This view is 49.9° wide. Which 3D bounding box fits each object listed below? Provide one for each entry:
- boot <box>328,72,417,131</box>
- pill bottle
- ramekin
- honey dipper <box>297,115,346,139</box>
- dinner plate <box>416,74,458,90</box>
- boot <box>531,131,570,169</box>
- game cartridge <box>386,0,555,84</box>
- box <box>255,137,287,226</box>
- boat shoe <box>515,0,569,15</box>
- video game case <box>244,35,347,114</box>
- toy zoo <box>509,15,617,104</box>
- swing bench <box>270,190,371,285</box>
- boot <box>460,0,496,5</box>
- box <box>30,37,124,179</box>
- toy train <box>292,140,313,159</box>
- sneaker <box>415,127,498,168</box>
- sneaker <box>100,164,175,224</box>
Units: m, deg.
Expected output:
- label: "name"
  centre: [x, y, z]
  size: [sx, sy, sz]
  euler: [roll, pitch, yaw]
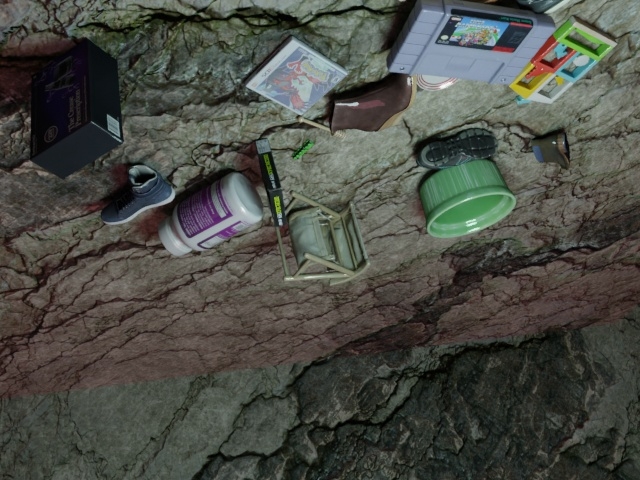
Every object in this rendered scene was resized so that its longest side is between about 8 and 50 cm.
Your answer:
- label: "boot"
  centre: [0.138, -0.376, 1.854]
  size: [0.207, 0.090, 0.248]
  euler: [-7, 151, -15]
- label: "pill bottle"
  centre: [-0.337, -0.071, 2.079]
  size: [0.302, 0.169, 0.169]
  euler: [-27, 146, 19]
- label: "ramekin"
  centre: [0.476, -0.141, 2.275]
  size: [0.304, 0.148, 0.303]
  euler: [-13, 157, -6]
- label: "honey dipper"
  centre: [0.003, -0.322, 1.947]
  size: [0.161, 0.030, 0.030]
  euler: [15, 138, -35]
- label: "dinner plate"
  centre: [0.325, -0.462, 1.864]
  size: [0.141, 0.017, 0.141]
  euler: [-10, 147, -6]
- label: "boot"
  centre: [0.767, -0.293, 2.278]
  size: [0.106, 0.082, 0.219]
  euler: [-3, 159, 24]
- label: "game cartridge"
  centre: [0.366, -0.483, 1.690]
  size: [0.355, 0.068, 0.230]
  euler: [2, 158, -16]
- label: "box"
  centre: [-0.142, -0.166, 1.983]
  size: [0.045, 0.190, 0.184]
  euler: [-12, 149, -7]
- label: "boat shoe"
  centre: [0.589, -0.647, 1.573]
  size: [0.340, 0.127, 0.113]
  euler: [-28, 159, 38]
- label: "video game case"
  centre: [-0.062, -0.419, 1.772]
  size: [0.201, 0.023, 0.183]
  euler: [19, 135, -42]
- label: "toy zoo"
  centre: [0.662, -0.488, 1.943]
  size: [0.192, 0.030, 0.293]
  euler: [11, 140, -35]
- label: "swing bench"
  centre: [0.000, 0.000, 2.242]
  size: [0.255, 0.253, 0.165]
  euler: [8, 142, -31]
- label: "boot"
  centre: [0.370, -0.547, 1.699]
  size: [0.197, 0.072, 0.152]
  euler: [-15, 150, 25]
- label: "box"
  centre: [-0.551, -0.296, 1.546]
  size: [0.184, 0.261, 0.103]
  euler: [-28, 146, 21]
- label: "toy train"
  centre: [-0.052, -0.266, 2.026]
  size: [0.024, 0.017, 0.083]
  euler: [5, 145, -46]
- label: "sneaker"
  centre: [0.421, -0.281, 2.142]
  size: [0.268, 0.101, 0.106]
  euler: [-11, 174, -11]
- label: "sneaker"
  centre: [-0.547, -0.132, 1.959]
  size: [0.226, 0.086, 0.163]
  euler: [-25, 159, -1]
